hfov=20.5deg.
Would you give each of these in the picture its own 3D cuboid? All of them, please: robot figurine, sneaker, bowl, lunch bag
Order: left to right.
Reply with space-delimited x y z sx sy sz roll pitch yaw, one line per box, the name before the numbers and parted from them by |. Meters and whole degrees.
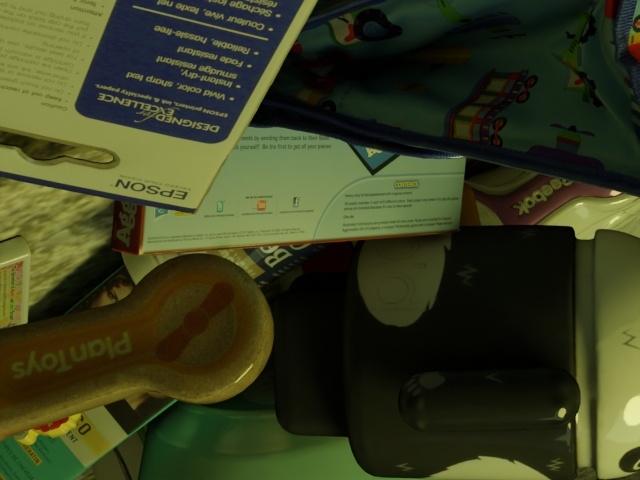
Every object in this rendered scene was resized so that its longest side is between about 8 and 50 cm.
bowl | -0.013 0.172 1.358 0.311 0.163 0.311 -9 -165 2
robot figurine | 0.110 0.078 1.181 0.278 0.209 0.174 -1 139 9
sneaker | 0.158 -0.004 1.446 0.305 0.114 0.152 -25 160 -6
lunch bag | 0.107 -0.108 0.919 0.293 0.138 0.221 1 -166 45

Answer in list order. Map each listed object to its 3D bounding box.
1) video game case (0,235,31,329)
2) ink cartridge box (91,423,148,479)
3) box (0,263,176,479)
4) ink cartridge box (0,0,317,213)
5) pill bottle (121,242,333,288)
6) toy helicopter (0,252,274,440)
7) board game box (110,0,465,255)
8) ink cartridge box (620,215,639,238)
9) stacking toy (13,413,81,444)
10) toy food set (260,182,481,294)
video game case | -0.266 0.059 1.199 0.143 0.019 0.157 -20 160 -19
ink cartridge box | -0.105 0.170 1.592 0.160 0.093 0.219 -17 159 -27
box | -0.169 0.104 1.301 0.244 0.100 0.060 -38 -179 30
ink cartridge box | -0.083 -0.138 0.742 0.175 0.069 0.371 11 146 -16
pill bottle | -0.045 -0.019 1.167 0.169 0.094 0.094 -32 161 15
toy helicopter | -0.195 0.102 0.994 0.355 0.235 0.140 -15 162 6
board game box | -0.006 -0.071 1.041 0.027 0.145 0.281 13 -169 40
ink cartridge box | 0.320 -0.046 1.635 0.181 0.062 0.104 -18 160 -23
stacking toy | -0.292 0.120 1.198 0.221 0.052 0.167 -18 157 7
toy food set | 0.000 0.000 1.331 0.232 0.105 0.111 -13 179 15
